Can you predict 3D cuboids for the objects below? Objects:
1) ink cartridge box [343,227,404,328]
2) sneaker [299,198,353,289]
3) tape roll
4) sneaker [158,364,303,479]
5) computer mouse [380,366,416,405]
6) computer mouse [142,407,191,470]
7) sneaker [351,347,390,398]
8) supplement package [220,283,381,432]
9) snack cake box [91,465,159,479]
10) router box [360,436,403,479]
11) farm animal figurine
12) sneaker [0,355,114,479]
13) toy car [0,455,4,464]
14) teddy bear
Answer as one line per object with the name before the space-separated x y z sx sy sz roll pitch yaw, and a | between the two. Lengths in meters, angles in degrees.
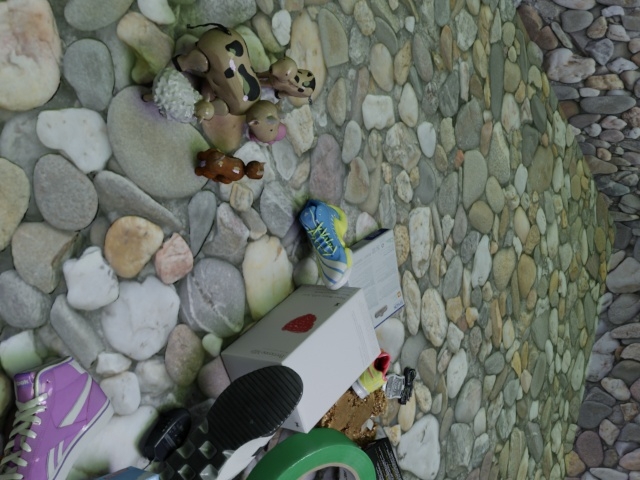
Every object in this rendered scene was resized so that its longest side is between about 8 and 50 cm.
ink cartridge box | 0.127 0.108 1.788 0.223 0.045 0.224 -29 114 -46
sneaker | 0.000 0.000 1.563 0.126 0.091 0.240 34 32 -31
tape roll | -0.029 0.562 1.496 0.321 0.077 0.321 -13 115 -31
sneaker | -0.157 0.364 1.323 0.330 0.122 0.146 -42 159 0
computer mouse | 0.201 0.393 1.898 0.193 0.042 0.106 23 78 -55
computer mouse | -0.321 0.400 1.256 0.242 0.041 0.071 -49 144 -32
sneaker | 0.126 0.279 1.648 0.081 0.094 0.208 48 26 -29
supplement package | -0.034 0.240 1.488 0.293 0.177 0.175 -39 120 -44
snack cake box | -0.376 0.472 1.083 0.264 0.089 0.152 -8 94 -49
router box | 0.146 0.574 1.657 0.133 0.046 0.179 -5 73 -58
farm animal figurine | -0.136 -0.282 1.343 0.327 0.172 0.330 52 53 -38
sneaker | -0.439 0.288 1.037 0.161 0.102 0.282 65 26 -24
toy car | -0.511 0.378 1.027 0.040 0.060 0.122 19 50 -6
teddy bear | 0.059 0.412 1.687 0.338 0.113 0.245 5 95 -59
